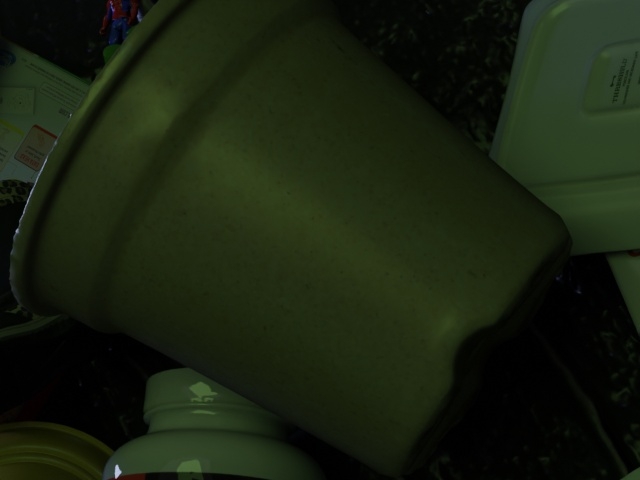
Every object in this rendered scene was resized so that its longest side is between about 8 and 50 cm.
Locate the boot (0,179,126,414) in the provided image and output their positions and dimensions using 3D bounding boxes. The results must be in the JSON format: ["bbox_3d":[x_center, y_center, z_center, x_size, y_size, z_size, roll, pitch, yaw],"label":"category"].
[{"bbox_3d":[-0.282,0.048,1.433,0.236,0.085,0.178,-28,52,-32],"label":"boot"}]

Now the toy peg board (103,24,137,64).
[{"bbox_3d":[-0.103,-0.145,1.501,0.160,0.079,0.161,26,53,28],"label":"toy peg board"}]

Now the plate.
[{"bbox_3d":[0.247,-0.115,1.324,0.278,0.045,0.277,-6,52,36],"label":"plate"}]

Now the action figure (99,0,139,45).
[{"bbox_3d":[-0.191,-0.203,1.637,0.038,0.030,0.115,-16,63,24],"label":"action figure"}]

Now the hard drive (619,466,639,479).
[{"bbox_3d":[0.240,0.342,1.232,0.203,0.040,0.307,-35,62,9],"label":"hard drive"}]

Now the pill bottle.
[{"bbox_3d":[-0.087,0.269,1.325,0.181,0.181,0.323,-6,69,22],"label":"pill bottle"}]

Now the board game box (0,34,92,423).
[{"bbox_3d":[-0.291,-0.007,1.587,0.242,0.064,0.316,30,85,30],"label":"board game box"}]

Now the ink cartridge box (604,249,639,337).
[{"bbox_3d":[0.325,0.068,1.262,0.160,0.092,0.219,-26,62,16],"label":"ink cartridge box"}]

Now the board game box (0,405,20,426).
[{"bbox_3d":[-0.350,0.183,1.509,0.124,0.039,0.259,44,114,26],"label":"board game box"}]

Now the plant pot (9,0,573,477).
[{"bbox_3d":[0.000,0.000,1.241,0.305,0.334,0.334,35,88,12],"label":"plant pot"}]

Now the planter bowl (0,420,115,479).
[{"bbox_3d":[-0.240,0.258,1.393,0.217,0.090,0.217,0,87,-5],"label":"planter bowl"}]
